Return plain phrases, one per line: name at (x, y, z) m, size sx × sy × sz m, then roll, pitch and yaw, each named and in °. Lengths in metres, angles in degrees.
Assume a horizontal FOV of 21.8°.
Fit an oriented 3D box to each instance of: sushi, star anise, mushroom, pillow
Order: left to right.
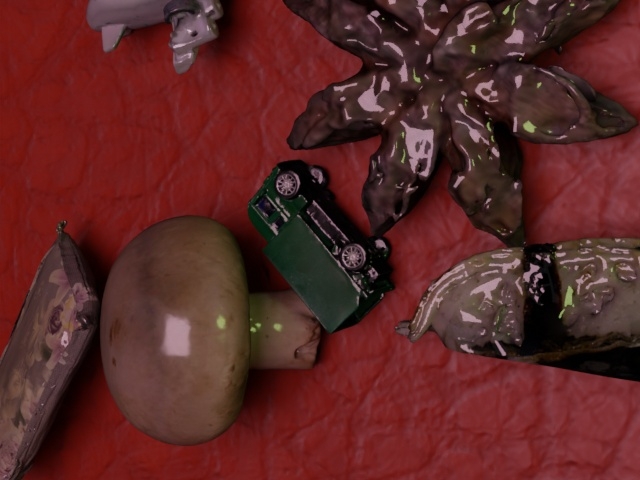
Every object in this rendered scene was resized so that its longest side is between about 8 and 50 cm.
pillow at (-0.267, 0.125, 1.570) m, size 0.255 × 0.059 × 0.169 m, roll -60°, pitch 30°, yaw 24°
mushroom at (-0.095, 0.081, 1.474) m, size 0.204 × 0.204 × 0.204 m, roll 2°, pitch 94°, yaw 24°
star anise at (0.104, -0.148, 1.388) m, size 0.332 × 0.117 × 0.331 m, roll 1°, pitch 93°, yaw 17°
sushi at (0.189, 0.044, 1.368) m, size 0.273 × 0.134 × 0.109 m, roll 8°, pitch 94°, yaw 31°

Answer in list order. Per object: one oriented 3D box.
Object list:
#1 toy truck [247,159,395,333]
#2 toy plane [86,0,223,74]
toy truck at (0.000, 0.000, 1.473) m, size 0.079 × 0.065 × 0.147 m, roll -43°, pitch 78°, yaw 22°
toy plane at (-0.140, -0.233, 1.511) m, size 0.174 × 0.080 × 0.174 m, roll -9°, pitch 72°, yaw 28°
